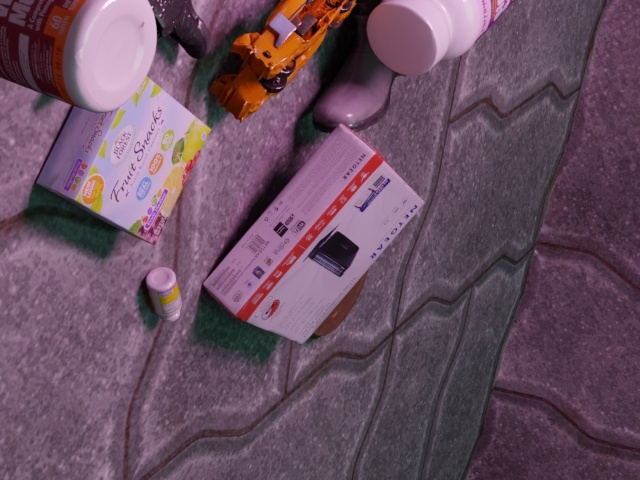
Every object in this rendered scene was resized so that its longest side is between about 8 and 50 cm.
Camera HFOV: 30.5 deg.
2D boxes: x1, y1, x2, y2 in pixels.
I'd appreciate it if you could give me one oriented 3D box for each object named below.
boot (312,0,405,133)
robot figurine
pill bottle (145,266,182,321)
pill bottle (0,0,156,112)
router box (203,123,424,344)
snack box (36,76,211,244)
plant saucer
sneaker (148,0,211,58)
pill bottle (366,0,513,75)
[{"bbox_3d":[0.072,-0.339,1.916,0.338,0.118,0.222,-56,148,-43],"label":"boot"},{"bbox_3d":[-0.032,-0.304,1.666,0.291,0.085,0.211,-52,-178,-34],"label":"robot figurine"},{"bbox_3d":[-0.223,0.080,1.685,0.043,0.043,0.083,-52,152,-33],"label":"pill bottle"},{"bbox_3d":[-0.274,-0.207,1.107,0.121,0.221,0.121,-47,149,-40],"label":"pill bottle"},{"bbox_3d":[0.000,0.000,1.926,0.335,0.082,0.301,-50,156,3],"label":"router box"},{"bbox_3d":[-0.239,-0.106,1.462,0.174,0.070,0.207,-65,155,-5],"label":"snack box"},{"bbox_3d":[0.026,0.065,2.214,0.278,0.041,0.278,-45,147,-41],"label":"plant saucer"},{"bbox_3d":[-0.192,-0.273,1.450,0.089,0.051,0.170,-54,148,-30],"label":"sneaker"},{"bbox_3d":[0.201,-0.387,1.852,0.301,0.169,0.169,-48,149,-38],"label":"pill bottle"}]
